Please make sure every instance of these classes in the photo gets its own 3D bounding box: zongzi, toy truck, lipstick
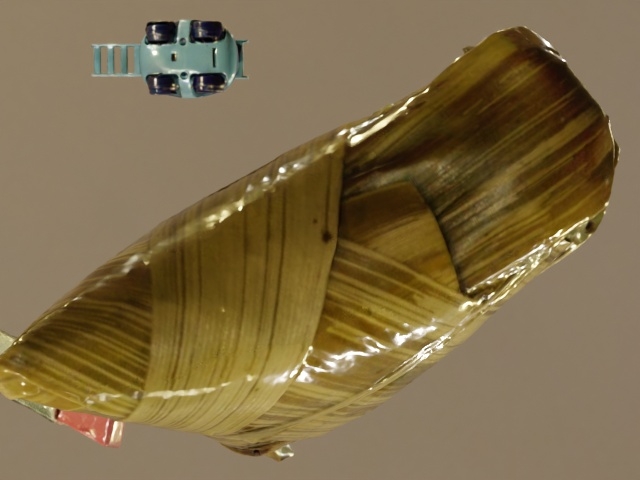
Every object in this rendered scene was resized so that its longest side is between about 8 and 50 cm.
[{"bbox_3d":[0.000,0.000,0.792,0.134,0.286,0.288,55,-166,18],"label":"zongzi"},{"bbox_3d":[-0.129,-0.147,1.315,0.074,0.136,0.063,-26,-62,-78],"label":"toy truck"},{"bbox_3d":[-0.253,0.082,1.218,0.312,0.051,0.051,22,-178,34],"label":"lipstick"}]
